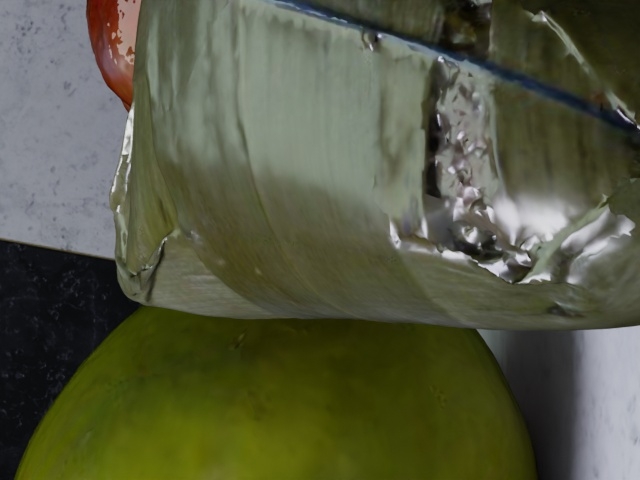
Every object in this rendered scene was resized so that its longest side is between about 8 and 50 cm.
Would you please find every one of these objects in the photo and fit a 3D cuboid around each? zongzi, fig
[{"bbox_3d":[0.060,-0.151,0.846,0.356,0.174,0.393,4,90,45],"label":"zongzi"},{"bbox_3d":[-0.026,0.162,1.107,0.343,0.343,0.343,-178,90,-79],"label":"fig"}]

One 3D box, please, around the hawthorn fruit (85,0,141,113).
[{"bbox_3d":[-0.035,-0.169,1.382,0.284,0.284,0.284,-178,90,-79],"label":"hawthorn fruit"}]
